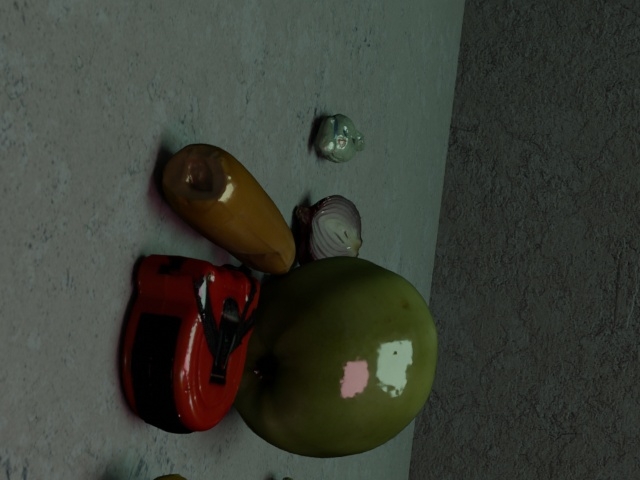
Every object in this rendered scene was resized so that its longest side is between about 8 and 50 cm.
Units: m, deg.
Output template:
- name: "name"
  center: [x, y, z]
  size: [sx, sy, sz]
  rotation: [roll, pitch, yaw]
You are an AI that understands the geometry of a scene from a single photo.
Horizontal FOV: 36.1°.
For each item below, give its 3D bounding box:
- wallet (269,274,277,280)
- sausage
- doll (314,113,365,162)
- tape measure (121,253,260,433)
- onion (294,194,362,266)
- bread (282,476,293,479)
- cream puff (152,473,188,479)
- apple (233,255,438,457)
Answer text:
- name: "wallet"
  center: [-0.059, 0.184, 1.915]
  size: [0.262, 0.071, 0.221]
  rotation: [24, 77, -69]
- name: "sausage"
  center: [-0.125, -0.034, 1.484]
  size: [0.354, 0.134, 0.116]
  rotation: [52, 49, -66]
- name: "doll"
  center: [0.038, -0.216, 2.086]
  size: [0.214, 0.071, 0.104]
  rotation: [-10, 93, -64]
- name: "tape measure"
  center: [-0.179, 0.143, 1.396]
  size: [0.253, 0.114, 0.260]
  rotation: [31, 65, -71]
- name: "onion"
  center: [0.000, 0.000, 1.984]
  size: [0.098, 0.151, 0.206]
  rotation: [-52, -170, 49]
- name: "bread"
  center: [-0.011, 0.645, 1.876]
  size: [0.315, 0.279, 0.248]
  rotation: [-61, 146, -28]
- name: "cream puff"
  center: [-0.194, 0.466, 1.265]
  size: [0.270, 0.323, 0.274]
  rotation: [39, 84, -26]
- name: "apple"
  center: [0.016, 0.198, 1.644]
  size: [0.357, 0.357, 0.357]
  rotation: [5, 90, -73]
